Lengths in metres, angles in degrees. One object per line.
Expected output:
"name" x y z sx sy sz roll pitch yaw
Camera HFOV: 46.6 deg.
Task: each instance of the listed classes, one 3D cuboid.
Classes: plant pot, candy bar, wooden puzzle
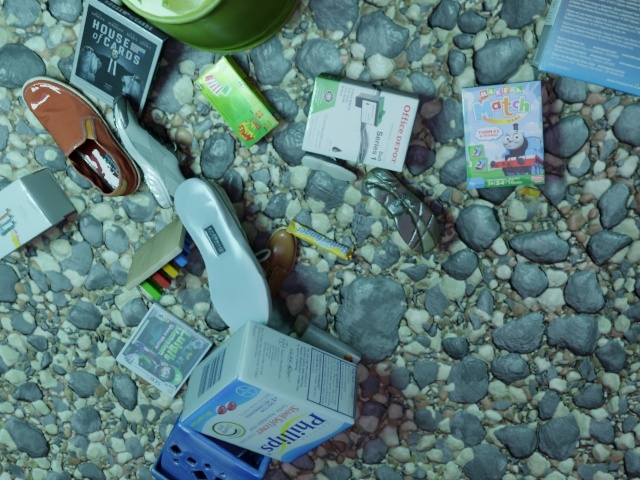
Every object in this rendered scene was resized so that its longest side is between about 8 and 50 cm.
"plant pot" -0.253 0.494 1.763 0.236 0.236 0.212 35 114 -5
"plant pot" -0.229 -0.525 1.378 0.366 0.353 0.366 2 108 7
"candy bar" 0.000 0.000 1.676 0.161 0.040 0.018 26 136 -1
"wooden puzzle" 0.441 -0.152 1.584 0.079 0.014 0.116 5 107 1

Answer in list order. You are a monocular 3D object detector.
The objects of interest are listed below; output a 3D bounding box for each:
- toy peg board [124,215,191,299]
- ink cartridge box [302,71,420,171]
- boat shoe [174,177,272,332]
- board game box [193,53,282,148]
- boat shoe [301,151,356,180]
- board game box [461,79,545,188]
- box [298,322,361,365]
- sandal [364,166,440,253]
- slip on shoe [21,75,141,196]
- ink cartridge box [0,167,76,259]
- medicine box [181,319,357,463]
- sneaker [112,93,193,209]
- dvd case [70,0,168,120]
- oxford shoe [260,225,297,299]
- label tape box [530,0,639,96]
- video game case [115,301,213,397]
"toy peg board" -0.346 0.043 1.679 0.161 0.161 0.079 -35 117 15
"ink cartridge box" 0.087 -0.248 1.558 0.219 0.092 0.160 13 109 4
"boat shoe" -0.194 0.031 1.643 0.136 0.156 0.367 -28 89 18
"board game box" -0.176 -0.299 1.598 0.092 0.043 0.181 -37 99 22
"boat shoe" 0.023 -0.167 1.620 0.125 0.038 0.046 18 151 2
"board game box" 0.381 -0.219 1.546 0.160 0.039 0.211 -3 102 14
"box" -0.012 0.309 1.771 0.145 0.038 0.186 30 109 -3
"sandal" 0.181 -0.069 1.624 0.090 0.060 0.219 -44 83 11
"slip on shoe" -0.533 -0.228 1.641 0.123 0.101 0.331 -38 98 18
"ink cartridge box" -0.685 -0.060 1.697 0.176 0.128 0.127 -29 101 16
"medicine box" -0.109 0.338 1.618 0.289 0.149 0.263 27 134 -22
"sneaker" -0.366 -0.204 1.628 0.108 0.100 0.271 -28 116 1
"dvd case" -0.428 -0.380 1.563 0.179 0.029 0.238 31 137 -2
"oxford shoe" -0.108 0.069 1.691 0.076 0.076 0.212 21 105 3
"label tape box" 0.579 -0.463 1.421 0.241 0.106 0.333 16 108 3
"video game case" -0.382 0.270 1.815 0.173 0.022 0.190 35 108 -4
